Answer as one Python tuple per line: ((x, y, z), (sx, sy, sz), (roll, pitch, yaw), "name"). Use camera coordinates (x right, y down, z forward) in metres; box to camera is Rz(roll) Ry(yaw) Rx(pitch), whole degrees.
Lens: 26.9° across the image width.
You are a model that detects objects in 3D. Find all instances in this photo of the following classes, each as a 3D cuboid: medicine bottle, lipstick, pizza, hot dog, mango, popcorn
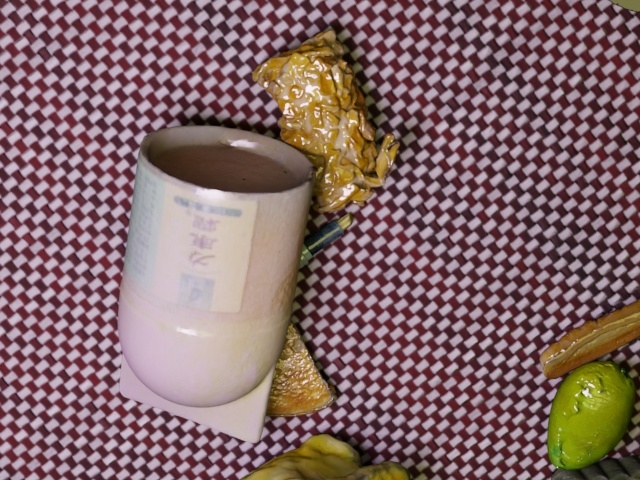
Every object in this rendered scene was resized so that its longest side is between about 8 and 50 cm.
((-0.153, 0.070, 1.805), (0.236, 0.235, 0.406), (9, 114, -3), "medicine bottle")
((0.000, 0.000, 1.906), (0.116, 0.037, 0.037), (-34, 101, 2), "lipstick")
((-0.075, 0.174, 1.941), (0.185, 0.036, 0.176), (-6, 101, 2), "pizza")
((0.411, 0.131, 1.937), (0.216, 0.047, 0.066), (-29, 138, 6), "hot dog")
((0.385, 0.253, 1.937), (0.119, 0.100, 0.178), (19, 108, -15), "mango")
((-0.003, 0.429, 1.869), (0.312, 0.312, 0.312), (0, 102, -1), "popcorn")

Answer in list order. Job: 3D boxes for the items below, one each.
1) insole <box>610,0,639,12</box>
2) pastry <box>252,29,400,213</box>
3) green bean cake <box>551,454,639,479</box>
((0.381, -0.385, 1.845), (0.253, 0.005, 0.086), (22, 100, -7), "insole")
((0.017, -0.154, 1.836), (0.154, 0.102, 0.249), (-24, 100, 6), "pastry")
((0.446, 0.418, 1.984), (0.185, 0.094, 0.183), (-8, 102, -5), "green bean cake")
